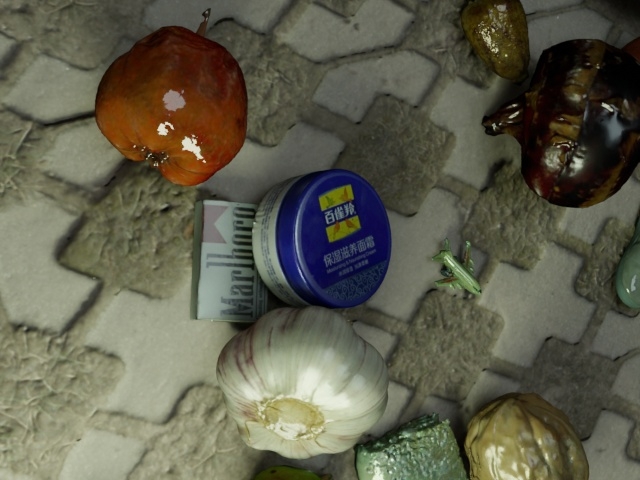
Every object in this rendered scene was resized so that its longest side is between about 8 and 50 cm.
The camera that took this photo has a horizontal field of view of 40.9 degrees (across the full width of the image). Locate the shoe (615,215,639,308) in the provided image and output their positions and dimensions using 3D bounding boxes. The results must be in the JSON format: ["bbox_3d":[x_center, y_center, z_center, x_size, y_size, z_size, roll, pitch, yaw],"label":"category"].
[{"bbox_3d":[0.649,0.015,1.643,0.103,0.100,0.251,32,70,-23],"label":"shoe"}]

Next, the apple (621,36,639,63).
[{"bbox_3d":[0.647,-0.285,1.622,0.210,0.173,0.234,20,78,-25],"label":"apple"}]

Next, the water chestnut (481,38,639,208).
[{"bbox_3d":[0.422,-0.205,1.471,0.300,0.300,0.299,2,85,-28],"label":"water chestnut"}]

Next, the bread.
[{"bbox_3d":[0.167,0.363,1.381,0.232,0.064,0.172,33,74,-23],"label":"bread"}]

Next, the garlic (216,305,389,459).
[{"bbox_3d":[-0.008,0.180,1.246,0.245,0.245,0.253,52,30,-15],"label":"garlic"}]

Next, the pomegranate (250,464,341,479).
[{"bbox_3d":[-0.037,0.396,1.231,0.205,0.159,0.159,-16,94,-53],"label":"pomegranate"}]

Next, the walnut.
[{"bbox_3d":[0.334,0.362,1.401,0.198,0.198,0.244,-23,102,-27],"label":"walnut"}]

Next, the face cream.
[{"bbox_3d":[0.000,0.000,1.276,0.206,0.111,0.205,4,84,-45],"label":"face cream"}]

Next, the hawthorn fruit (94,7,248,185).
[{"bbox_3d":[-0.188,-0.210,1.172,0.207,0.207,0.243,25,71,-24],"label":"hawthorn fruit"}]

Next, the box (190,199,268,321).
[{"bbox_3d":[-0.130,0.033,1.265,0.115,0.036,0.177,4,85,-27],"label":"box"}]

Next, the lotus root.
[{"bbox_3d":[0.320,-0.351,1.503,0.108,0.094,0.190,-29,107,9],"label":"lotus root"}]

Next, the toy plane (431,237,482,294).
[{"bbox_3d":[0.234,0.052,1.452,0.102,0.040,0.111,-47,108,-21],"label":"toy plane"}]
